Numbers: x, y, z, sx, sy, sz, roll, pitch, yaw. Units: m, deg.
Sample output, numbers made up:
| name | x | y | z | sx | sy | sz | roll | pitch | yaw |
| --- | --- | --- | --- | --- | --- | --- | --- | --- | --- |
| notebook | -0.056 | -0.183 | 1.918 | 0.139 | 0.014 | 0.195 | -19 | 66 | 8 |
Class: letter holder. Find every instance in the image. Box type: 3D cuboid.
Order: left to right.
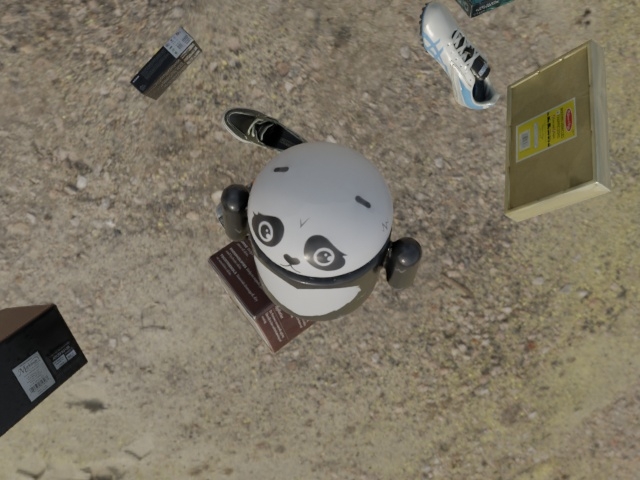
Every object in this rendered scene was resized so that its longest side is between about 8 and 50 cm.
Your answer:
| name | x | y | z | sx | sy | sz | roll | pitch | yaw |
| --- | --- | --- | --- | --- | --- | --- | --- | --- | --- |
| letter holder | -0.665 | 0.271 | 1.104 | 0.215 | 0.302 | 0.151 | -6 | 115 | 31 |

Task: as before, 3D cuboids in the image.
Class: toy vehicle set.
| name | x | y | z | sx | sy | sz | roll | pitch | yaw |
| --- | --- | --- | --- | --- | --- | --- | --- | --- | --- |
| toy vehicle set | 0.382 | -0.177 | 0.925 | 0.035 | 0.166 | 0.266 | 22 | 65 | -28 |

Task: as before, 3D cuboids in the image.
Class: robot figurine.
| name | x | y | z | sx | sy | sz | roll | pitch | yaw |
| --- | --- | --- | --- | --- | --- | --- | --- | --- | --- |
| robot figurine | -0.003 | 0.001 | 0.707 | 0.209 | 0.173 | 0.278 | -18 | 156 | -10 |

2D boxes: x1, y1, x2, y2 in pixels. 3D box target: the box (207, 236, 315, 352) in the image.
| name | x | y | z | sx | sy | sz | roll | pitch | yaw |
| --- | --- | --- | --- | --- | --- | --- | --- | --- | --- |
| box | -0.073 | 0.072 | 1.091 | 0.203 | 0.167 | 0.168 | -35 | 147 | -14 |

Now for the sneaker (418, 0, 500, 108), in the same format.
| name | x | y | z | sx | sy | sz | roll | pitch | yaw |
| --- | --- | --- | --- | --- | --- | --- | --- | --- | --- |
| sneaker | 0.252 | -0.329 | 1.004 | 0.237 | 0.086 | 0.085 | 44 | 71 | -39 |

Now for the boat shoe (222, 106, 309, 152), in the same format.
| name | x | y | z | sx | sy | sz | roll | pitch | yaw |
| --- | --- | --- | --- | --- | --- | --- | --- | --- | --- |
| boat shoe | -0.120 | -0.239 | 1.225 | 0.220 | 0.070 | 0.077 | 24 | 91 | 11 |

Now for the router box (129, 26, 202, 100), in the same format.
| name | x | y | z | sx | sy | sz | roll | pitch | yaw |
| --- | --- | --- | --- | --- | --- | --- | --- | --- | --- |
| router box | -0.372 | -0.425 | 1.373 | 0.046 | 0.133 | 0.179 | 44 | 93 | -7 |

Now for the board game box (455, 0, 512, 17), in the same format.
| name | x | y | z | sx | sy | sz | roll | pitch | yaw |
| --- | --- | --- | --- | --- | --- | --- | --- | --- | --- |
| board game box | 0.238 | -0.427 | 0.863 | 0.126 | 0.186 | 0.026 | -23 | 152 | -4 |

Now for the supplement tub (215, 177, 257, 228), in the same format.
| name | x | y | z | sx | sy | sz | roll | pitch | yaw |
| --- | --- | --- | --- | --- | --- | --- | --- | --- | --- |
| supplement tub | -0.180 | -0.097 | 1.541 | 0.191 | 0.117 | 0.117 | -31 | 118 | 15 |
